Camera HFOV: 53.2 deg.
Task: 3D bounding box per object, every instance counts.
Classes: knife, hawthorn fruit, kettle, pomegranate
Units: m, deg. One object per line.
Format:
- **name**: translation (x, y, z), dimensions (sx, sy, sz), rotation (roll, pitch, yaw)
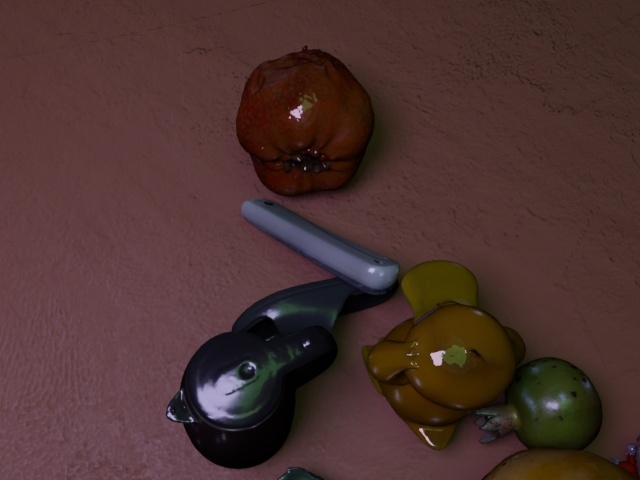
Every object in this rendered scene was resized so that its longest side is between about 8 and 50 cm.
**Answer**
- **knife**: translation (-0.003, 0.000, 0.885), dimensions (0.266, 0.040, 0.073), rotation (27, 28, 34)
- **hawthorn fruit**: translation (-0.028, -0.199, 0.945), dimensions (0.208, 0.207, 0.243), rotation (1, 59, -6)
- **kettle**: translation (-0.074, 0.178, 0.751), dimensions (0.202, 0.232, 0.144), rotation (-18, 71, -14)
- **pomegranate**: translation (0.284, 0.229, 0.829), dimensions (0.159, 0.129, 0.129), rotation (-39, 76, -8)

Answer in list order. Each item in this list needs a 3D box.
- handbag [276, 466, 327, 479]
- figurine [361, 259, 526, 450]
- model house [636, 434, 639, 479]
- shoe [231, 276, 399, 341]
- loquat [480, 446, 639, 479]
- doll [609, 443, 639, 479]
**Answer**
- **handbag**: translation (0.009, 0.429, 0.736), dimensions (0.248, 0.079, 0.260), rotation (27, 67, 6)
- **figurine**: translation (0.150, 0.147, 0.791), dimensions (0.215, 0.228, 0.215), rotation (2, 43, -2)
- **model house**: translation (0.562, 0.306, 0.747), dimensions (0.237, 0.237, 0.202), rotation (-1, 71, -16)
- **shoe**: translation (0.004, 0.112, 0.858), dimensions (0.241, 0.108, 0.093), rotation (-16, 66, -16)
- **loquat**: translation (0.274, 0.348, 0.719), dimensions (0.235, 0.235, 0.235), rotation (2, 66, -5)
- **doll**: translation (0.405, 0.312, 0.852), dimensions (0.114, 0.039, 0.057), rotation (-12, 90, -19)
